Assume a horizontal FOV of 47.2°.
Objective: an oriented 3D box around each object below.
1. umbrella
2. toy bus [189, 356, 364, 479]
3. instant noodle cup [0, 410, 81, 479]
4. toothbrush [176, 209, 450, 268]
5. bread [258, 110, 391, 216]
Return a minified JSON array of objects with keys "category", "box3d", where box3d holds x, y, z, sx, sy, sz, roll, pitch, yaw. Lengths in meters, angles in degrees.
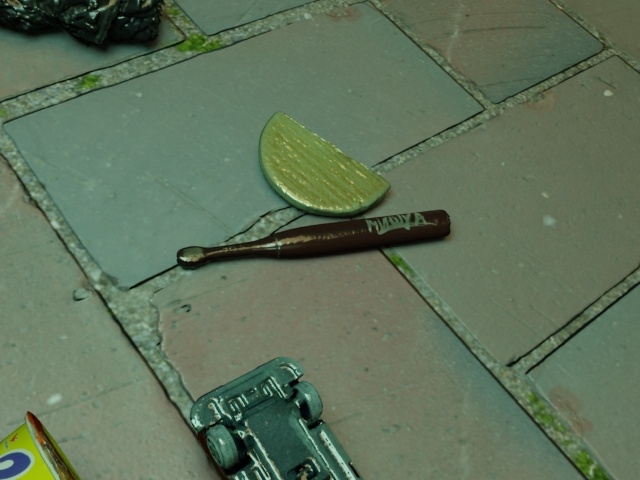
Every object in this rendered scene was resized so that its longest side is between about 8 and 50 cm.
[{"category":"umbrella","box3d":[-0.395,-0.362,1.045,0.337,0.128,0.154,10,56,-3]},{"category":"toy bus","box3d":[-0.016,0.253,0.694,0.121,0.119,0.265,-24,63,-27]},{"category":"instant noodle cup","box3d":[-0.254,0.272,0.583,0.174,0.213,0.213,-33,68,-22]},{"category":"toothbrush","box3d":[0.000,-0.001,0.931,0.364,0.041,0.040,-8,57,-18]},{"category":"bread","box3d":[-0.012,-0.085,0.991,0.193,0.036,0.112,33,59,6]}]
